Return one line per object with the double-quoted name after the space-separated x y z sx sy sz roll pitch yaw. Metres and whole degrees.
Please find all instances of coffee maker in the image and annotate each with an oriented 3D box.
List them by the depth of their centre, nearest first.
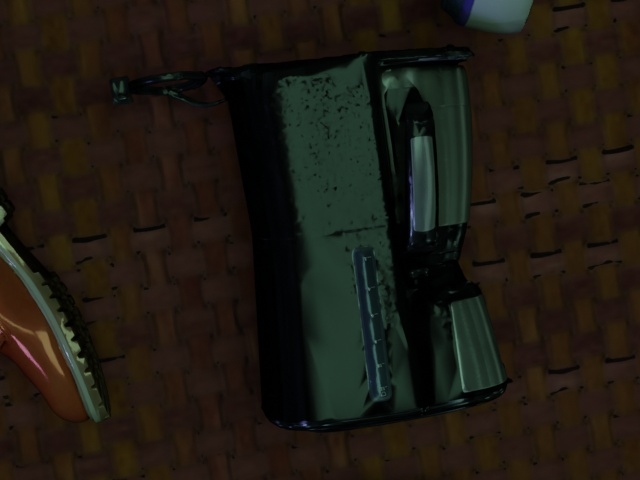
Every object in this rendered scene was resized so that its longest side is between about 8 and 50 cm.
0.000 0.000 0.944 0.171 0.120 0.178 -5 93 15 "coffee maker"

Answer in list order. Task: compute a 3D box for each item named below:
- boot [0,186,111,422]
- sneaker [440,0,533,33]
-0.167 0.035 0.941 0.084 0.059 0.158 -35 89 -2 "boot"
-0.013 -0.258 0.920 0.236 0.130 0.323 -2 96 -1 "sneaker"
